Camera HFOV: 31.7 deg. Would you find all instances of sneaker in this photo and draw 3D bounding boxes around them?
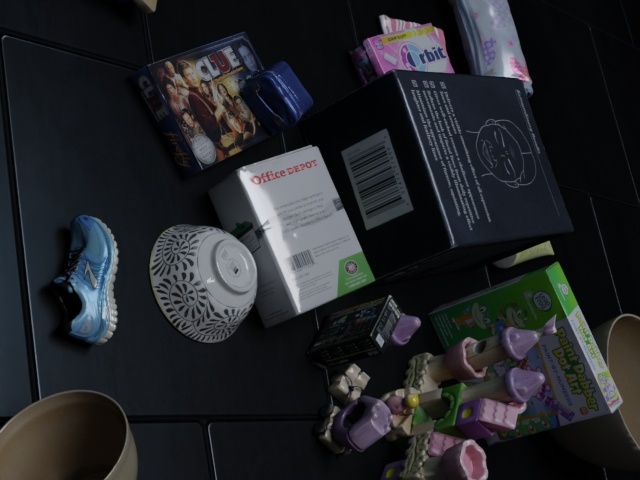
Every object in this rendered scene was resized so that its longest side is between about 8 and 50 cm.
[{"bbox_3d":[-0.285,0.042,1.348,0.073,0.063,0.162,12,61,-43],"label":"sneaker"}]

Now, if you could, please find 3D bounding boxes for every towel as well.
[{"bbox_3d":[0.190,-0.354,2.152,0.197,0.029,0.144,0,70,-50],"label":"towel"}]

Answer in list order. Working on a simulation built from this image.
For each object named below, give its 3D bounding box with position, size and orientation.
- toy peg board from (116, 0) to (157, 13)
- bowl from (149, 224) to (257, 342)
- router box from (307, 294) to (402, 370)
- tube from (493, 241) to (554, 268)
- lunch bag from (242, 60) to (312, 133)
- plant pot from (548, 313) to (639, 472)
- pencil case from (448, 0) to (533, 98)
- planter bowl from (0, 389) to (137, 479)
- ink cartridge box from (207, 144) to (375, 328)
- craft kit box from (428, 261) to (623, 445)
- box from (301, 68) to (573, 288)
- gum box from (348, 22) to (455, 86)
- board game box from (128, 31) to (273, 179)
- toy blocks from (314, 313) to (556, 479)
[{"bbox_3d":[-0.300,-0.418,1.586,0.160,0.079,0.161,45,40,-48],"label":"toy peg board"},{"bbox_3d":[-0.137,0.045,1.506,0.170,0.080,0.170,28,51,-40],"label":"bowl"},{"bbox_3d":[0.050,0.135,1.643,0.038,0.122,0.092,54,40,-21],"label":"router box"},{"bbox_3d":[0.395,0.005,2.182,0.240,0.062,0.070,-18,129,-57],"label":"tube"},{"bbox_3d":[-0.067,-0.212,1.668,0.098,0.067,0.065,52,39,-15],"label":"lunch bag"},{"bbox_3d":[0.516,0.295,2.050,0.284,0.191,0.284,26,53,-40],"label":"plant pot"},{"bbox_3d":[0.339,-0.394,2.283,0.124,0.113,0.273,-2,71,-29],"label":"pencil case"},{"bbox_3d":[-0.263,0.256,1.200,0.162,0.162,0.109,-69,151,-43],"label":"planter bowl"},{"bbox_3d":[-0.042,-0.008,1.616,0.160,0.093,0.219,-20,86,-40],"label":"ink cartridge box"},{"bbox_3d":[0.330,0.190,1.842,0.061,0.247,0.249,-25,89,-53],"label":"craft kit box"},{"bbox_3d":[0.203,-0.105,1.881,0.395,0.212,0.293,-6,75,-50],"label":"box"},{"bbox_3d":[0.143,-0.316,2.026,0.188,0.062,0.107,-22,86,-42],"label":"gum box"},{"bbox_3d":[-0.153,-0.202,1.652,0.243,0.042,0.165,-35,98,-52],"label":"board game box"},{"bbox_3d":[0.212,0.240,1.665,0.309,0.260,0.288,45,43,-25],"label":"toy blocks"}]
